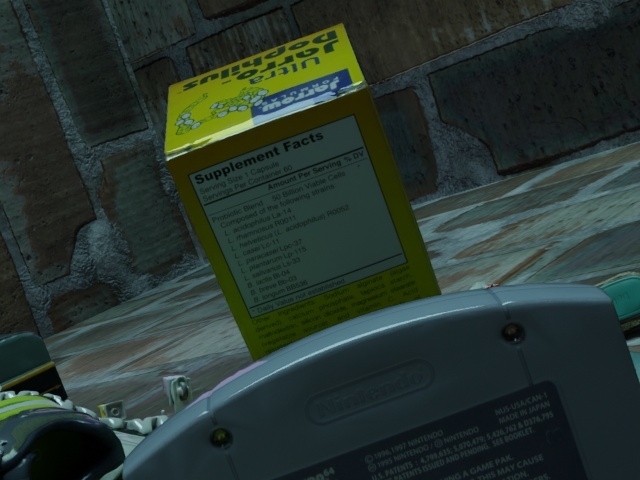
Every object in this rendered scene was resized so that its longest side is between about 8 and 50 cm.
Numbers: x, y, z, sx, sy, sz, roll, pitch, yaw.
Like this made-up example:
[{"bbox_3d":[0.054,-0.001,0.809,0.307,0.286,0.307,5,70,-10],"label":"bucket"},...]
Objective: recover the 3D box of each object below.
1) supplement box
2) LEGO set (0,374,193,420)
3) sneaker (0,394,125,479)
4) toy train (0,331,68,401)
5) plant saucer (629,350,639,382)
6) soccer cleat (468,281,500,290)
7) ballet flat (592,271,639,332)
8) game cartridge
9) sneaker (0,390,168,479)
[{"bbox_3d":[0.000,0.000,1.209,0.194,0.357,0.195,-19,27,3],"label":"supplement box"},{"bbox_3d":[-0.290,0.226,1.415,0.286,0.132,0.107,2,-10,-25],"label":"LEGO set"},{"bbox_3d":[-0.279,0.195,0.921,0.121,0.111,0.300,-10,13,42],"label":"sneaker"},{"bbox_3d":[-0.451,0.228,1.669,0.142,0.190,0.334,-23,6,-35],"label":"toy train"},{"bbox_3d":[0.220,0.130,1.025,0.194,0.038,0.195,-19,5,2],"label":"plant saucer"},{"bbox_3d":[0.164,0.099,1.402,0.076,0.068,0.196,-20,7,29],"label":"soccer cleat"},{"bbox_3d":[0.250,0.091,1.250,0.206,0.073,0.067,-16,-21,14],"label":"ballet flat"},{"bbox_3d":[0.047,0.140,0.701,0.294,0.196,0.060,-20,13,0],"label":"game cartridge"},{"bbox_3d":[-0.227,0.210,1.108,0.292,0.110,0.118,6,15,-14],"label":"sneaker"}]
